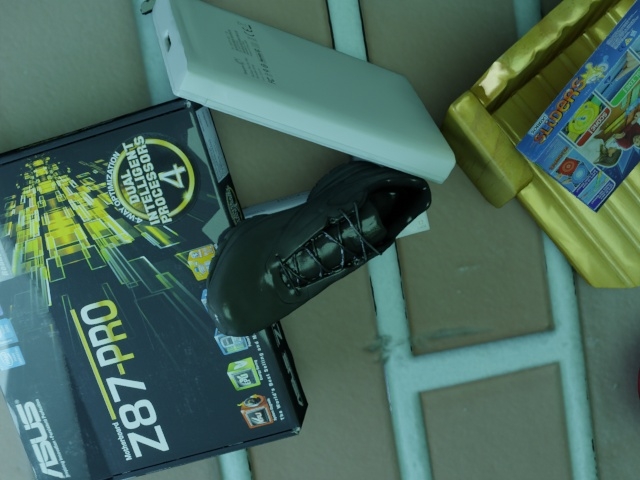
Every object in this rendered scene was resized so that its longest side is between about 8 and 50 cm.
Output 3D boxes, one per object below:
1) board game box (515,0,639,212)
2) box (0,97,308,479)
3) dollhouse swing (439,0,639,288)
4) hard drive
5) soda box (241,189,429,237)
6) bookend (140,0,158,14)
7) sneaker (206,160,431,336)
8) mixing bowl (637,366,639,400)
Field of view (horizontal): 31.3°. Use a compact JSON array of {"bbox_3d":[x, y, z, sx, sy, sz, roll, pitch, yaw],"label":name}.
[{"bbox_3d":[0.309,-0.138,1.178,0.136,0.035,0.201,31,102,-43],"label":"board game box"},{"bbox_3d":[-0.223,0.066,1.286,0.318,0.097,0.395,-15,103,10],"label":"box"},{"bbox_3d":[0.362,-0.131,1.283,0.347,0.315,0.305,-41,86,0],"label":"dollhouse swing"},{"bbox_3d":[-0.020,-0.166,1.215,0.307,0.203,0.040,17,119,-26],"label":"hard drive"},{"bbox_3d":[0.013,-0.025,1.348,0.216,0.069,0.074,-15,102,-5],"label":"soda box"},{"bbox_3d":[-0.154,-0.349,1.260,0.157,0.072,0.156,-23,102,-4],"label":"bookend"},{"bbox_3d":[0.000,0.000,1.202,0.286,0.130,0.109,-41,112,-27],"label":"sneaker"},{"bbox_3d":[0.472,0.176,1.441,0.181,0.098,0.181,-2,101,-9],"label":"mixing bowl"}]
